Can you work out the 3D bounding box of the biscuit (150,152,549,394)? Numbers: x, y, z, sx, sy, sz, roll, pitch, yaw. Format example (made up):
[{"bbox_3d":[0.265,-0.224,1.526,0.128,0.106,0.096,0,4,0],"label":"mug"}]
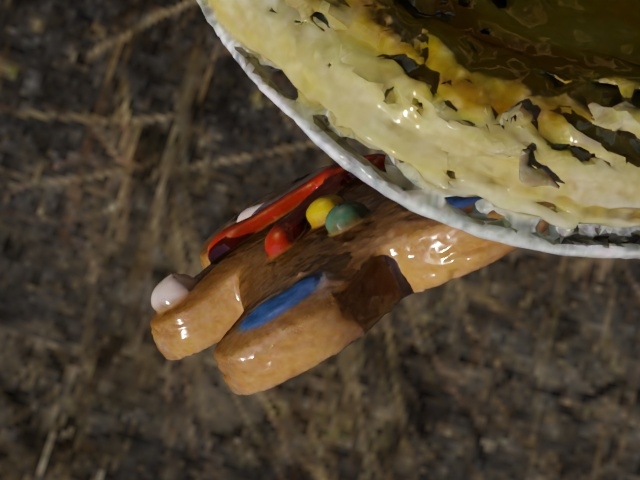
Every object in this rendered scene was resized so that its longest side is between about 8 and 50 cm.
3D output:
[{"bbox_3d":[-0.001,-0.003,0.896,0.049,0.205,0.324,60,176,-10],"label":"biscuit"}]

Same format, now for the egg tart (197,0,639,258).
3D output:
[{"bbox_3d":[0.070,-0.092,0.517,0.234,0.234,0.094,15,151,2],"label":"egg tart"}]
